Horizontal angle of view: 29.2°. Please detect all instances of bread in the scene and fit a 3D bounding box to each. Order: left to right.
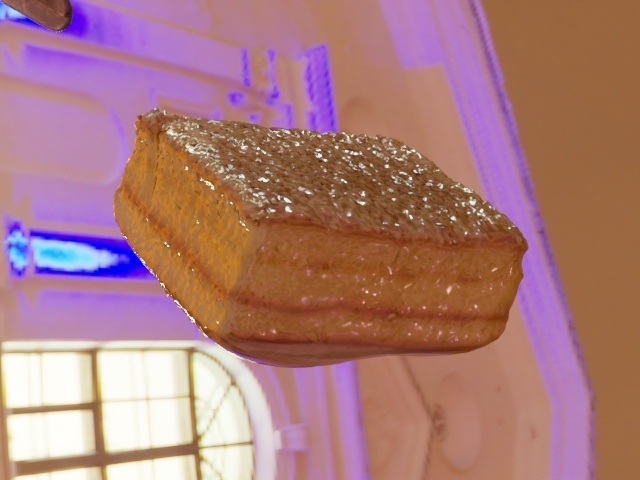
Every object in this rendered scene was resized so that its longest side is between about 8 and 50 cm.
[{"bbox_3d":[0.000,0.000,0.811,0.184,0.234,0.111,42,-60,47],"label":"bread"}]

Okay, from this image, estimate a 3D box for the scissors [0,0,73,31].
[{"bbox_3d":[-0.237,-0.180,0.568,0.317,0.024,0.160,32,-59,15],"label":"scissors"}]
